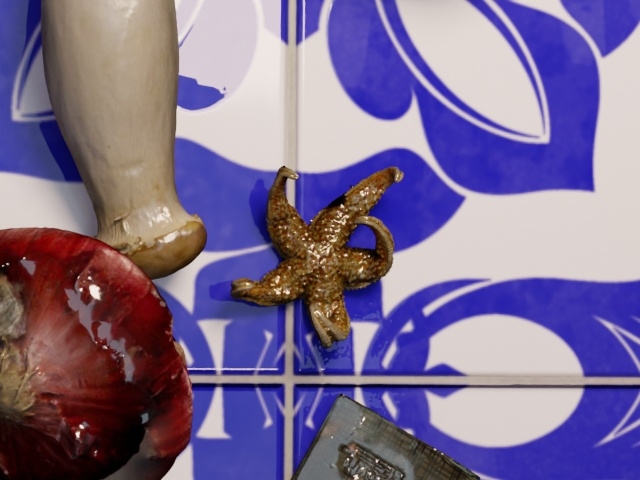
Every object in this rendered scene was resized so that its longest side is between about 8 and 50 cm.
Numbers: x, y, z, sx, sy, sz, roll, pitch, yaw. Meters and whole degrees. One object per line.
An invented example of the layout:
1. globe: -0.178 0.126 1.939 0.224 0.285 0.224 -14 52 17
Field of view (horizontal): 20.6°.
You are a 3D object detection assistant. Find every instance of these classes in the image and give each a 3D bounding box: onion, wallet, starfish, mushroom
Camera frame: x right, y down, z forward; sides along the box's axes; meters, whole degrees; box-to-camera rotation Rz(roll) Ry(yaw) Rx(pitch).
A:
1. onion: -0.224 0.106 1.532 0.272 0.195 0.272 9 118 16
2. wallet: 0.008 0.317 1.643 0.169 0.044 0.317 33 79 -9
3. starfish: 0.001 -0.001 1.646 0.146 0.074 0.190 36 79 -11
4. mushroom: -0.181 -0.136 1.580 0.128 0.128 0.350 -12 96 -15
